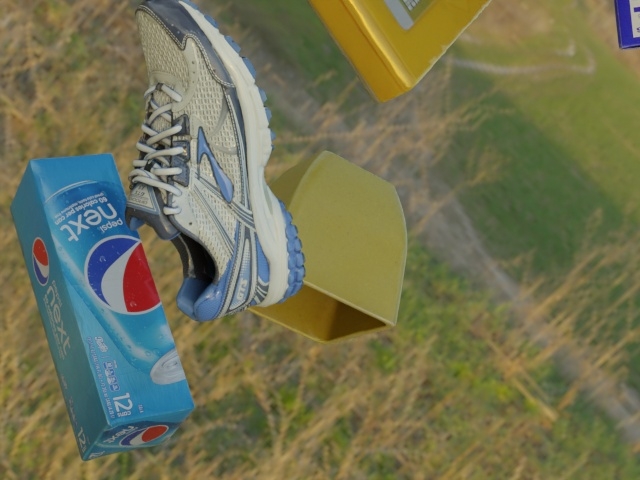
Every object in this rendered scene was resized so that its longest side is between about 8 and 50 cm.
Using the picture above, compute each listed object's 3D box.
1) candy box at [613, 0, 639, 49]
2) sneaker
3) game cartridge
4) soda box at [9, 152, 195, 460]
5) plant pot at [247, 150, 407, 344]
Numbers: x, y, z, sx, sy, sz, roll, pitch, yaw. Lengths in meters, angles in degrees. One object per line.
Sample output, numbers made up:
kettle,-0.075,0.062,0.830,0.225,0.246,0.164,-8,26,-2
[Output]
candy box,0.313,-0.369,1.143,0.268,0.122,0.317,-65,147,-54
sneaker,-0.049,-0.027,0.497,0.052,0.058,0.135,17,-51,58
game cartridge,0.040,-0.325,1.178,0.323,0.053,0.285,56,43,-16
soda box,-0.160,0.045,0.927,0.067,0.071,0.210,-8,65,-31
plant pot,0.000,0.000,0.706,0.081,0.081,0.083,26,68,-21
